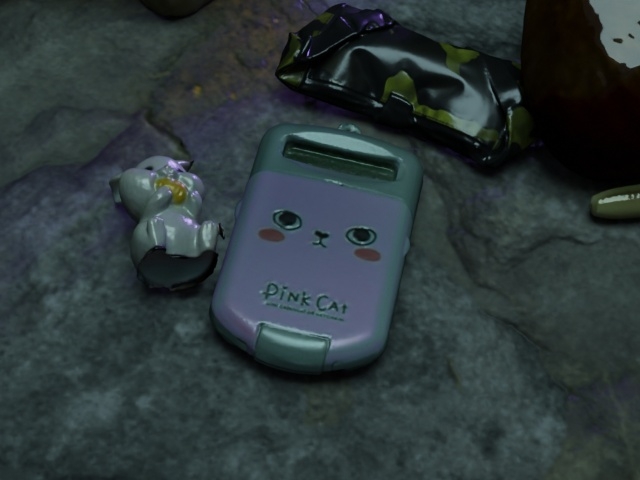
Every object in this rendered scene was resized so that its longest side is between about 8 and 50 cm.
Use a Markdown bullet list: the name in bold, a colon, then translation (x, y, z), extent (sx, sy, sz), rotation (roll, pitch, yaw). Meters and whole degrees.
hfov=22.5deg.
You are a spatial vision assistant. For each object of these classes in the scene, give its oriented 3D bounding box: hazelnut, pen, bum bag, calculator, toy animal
- **hazelnut**: translation (0.246, -0.150, 1.341), extent (0.170, 0.160, 0.202), rotation (17, 85, 1)
- **pen**: translation (0.337, -0.036, 1.339), extent (0.233, 0.032, 0.040), rotation (-7, 79, -10)
- **bum bag**: translation (0.082, -0.135, 1.361), extent (0.232, 0.060, 0.107), rotation (22, 63, 4)
- **calculator**: translation (0.000, 0.000, 1.266), extent (0.141, 0.045, 0.246), rotation (14, 53, 3)
- **toy animal**: translation (-0.120, -0.024, 1.246), extent (0.071, 0.085, 0.124), rotation (-8, 58, -13)

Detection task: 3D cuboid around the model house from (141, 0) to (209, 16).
- **model house**: translation (-0.110, -0.470, 1.381), extent (0.342, 0.382, 0.334), rotation (-38, 68, -22)
